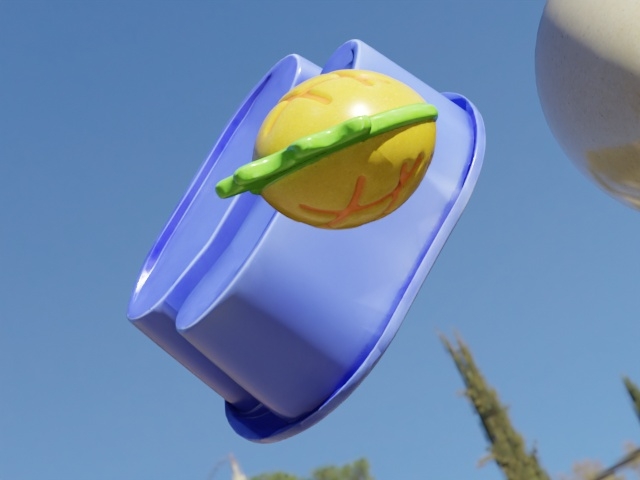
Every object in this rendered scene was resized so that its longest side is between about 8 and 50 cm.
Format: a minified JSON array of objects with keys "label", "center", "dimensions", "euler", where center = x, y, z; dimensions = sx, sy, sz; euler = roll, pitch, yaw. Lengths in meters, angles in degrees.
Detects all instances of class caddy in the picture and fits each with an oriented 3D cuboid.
[{"label":"caddy","center":[0.000,0.000,1.106],"dimensions":[0.179,0.241,0.341],"euler":[36,-104,-24]}]

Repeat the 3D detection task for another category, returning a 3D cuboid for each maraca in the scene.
[{"label":"maraca","center":[0.007,-0.055,0.837],"dimensions":[0.127,0.099,0.186],"euler":[-28,-4,23]}]

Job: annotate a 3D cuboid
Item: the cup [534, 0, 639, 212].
[{"label":"cup","center":[0.366,-0.145,1.217],"dimensions":[0.331,0.237,0.331],"euler":[2,-71,6]}]
